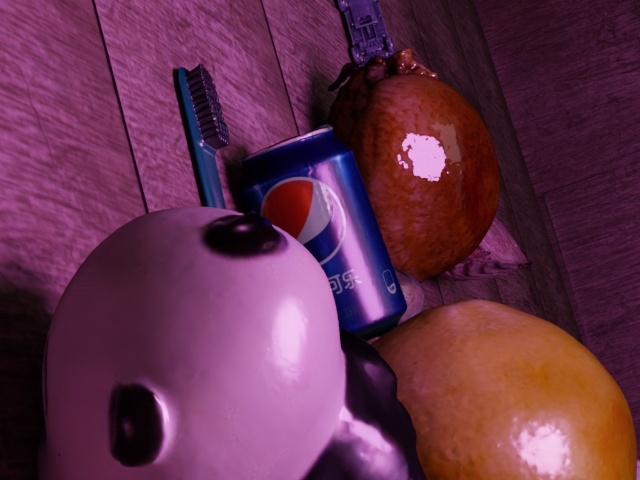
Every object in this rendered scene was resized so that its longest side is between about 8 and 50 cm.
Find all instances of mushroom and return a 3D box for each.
[{"bbox_3d":[0.110,-0.092,1.653,0.263,0.195,0.283,-9,80,-68],"label":"mushroom"}]

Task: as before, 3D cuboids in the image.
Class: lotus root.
[{"bbox_3d":[0.075,0.068,1.539,0.165,0.088,0.088,19,54,-71],"label":"lotus root"}]

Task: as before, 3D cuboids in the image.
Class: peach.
[{"bbox_3d":[0.143,0.208,1.253,0.315,0.281,0.314,21,58,-55],"label":"peach"}]

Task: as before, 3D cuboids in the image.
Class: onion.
[{"bbox_3d":[0.171,-0.026,1.968,0.247,0.111,0.250,53,19,25],"label":"onion"}]

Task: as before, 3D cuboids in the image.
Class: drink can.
[{"bbox_3d":[0.000,0.000,1.313,0.118,0.118,0.205,-22,92,-74],"label":"drink can"}]

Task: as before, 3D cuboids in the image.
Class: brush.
[{"bbox_3d":[-0.094,-0.073,1.237,0.043,0.032,0.193,33,39,-66],"label":"brush"}]

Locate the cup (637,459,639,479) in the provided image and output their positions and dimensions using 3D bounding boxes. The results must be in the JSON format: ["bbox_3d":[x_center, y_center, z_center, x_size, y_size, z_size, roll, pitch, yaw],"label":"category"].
[{"bbox_3d":[0.254,0.297,1.494,0.202,0.221,0.167,24,72,-36],"label":"cup"}]

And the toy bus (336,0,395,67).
[{"bbox_3d":[0.067,-0.310,2.017,0.075,0.064,0.191,59,15,-75],"label":"toy bus"}]

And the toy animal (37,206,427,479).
[{"bbox_3d":[-0.066,0.104,0.836,0.267,0.212,0.213,54,22,-37],"label":"toy animal"}]
